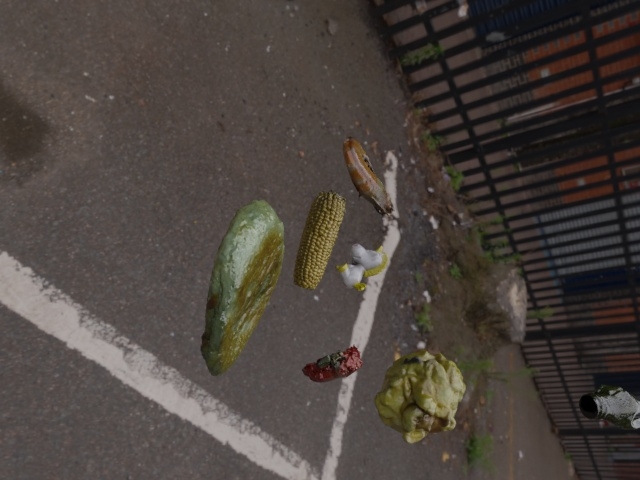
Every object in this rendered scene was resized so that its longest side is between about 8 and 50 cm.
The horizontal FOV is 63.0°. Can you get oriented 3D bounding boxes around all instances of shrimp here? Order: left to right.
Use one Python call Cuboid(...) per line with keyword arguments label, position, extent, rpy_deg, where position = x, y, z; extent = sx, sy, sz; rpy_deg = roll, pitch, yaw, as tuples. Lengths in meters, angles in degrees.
Cuboid(label="shrimp", position=(0.115, -0.146, 1.258), extent=(0.249, 0.068, 0.150), rpy_deg=(56, 26, -37))

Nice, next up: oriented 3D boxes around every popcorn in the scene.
Cuboid(label="popcorn", position=(0.308, 0.477, 1.604), extent=(0.252, 0.286, 0.215), rpy_deg=(59, 4, 34))

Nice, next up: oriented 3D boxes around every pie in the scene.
Cuboid(label="pie", position=(-0.139, 0.088, 0.923), extent=(0.323, 0.070, 0.323), rpy_deg=(18, 90, -83))

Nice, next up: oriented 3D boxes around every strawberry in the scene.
Cuboid(label="strawberry", position=(0.020, 0.219, 0.901), extent=(0.152, 0.103, 0.048), rpy_deg=(115, -42, -67))

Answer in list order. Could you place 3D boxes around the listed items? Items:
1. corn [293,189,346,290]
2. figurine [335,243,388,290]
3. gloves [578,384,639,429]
Cuboid(label="corn", position=(-0.005, -0.001, 1.339), extent=(0.091, 0.091, 0.260), rpy_deg=(57, 49, -78))
Cuboid(label="figurine", position=(0.135, 0.080, 1.680), extent=(0.178, 0.129, 0.109), rpy_deg=(-48, 150, -14))
Cuboid(label="gloves", position=(0.882, 0.494, 1.553), extent=(0.268, 0.107, 0.135), rpy_deg=(14, 47, -33))
